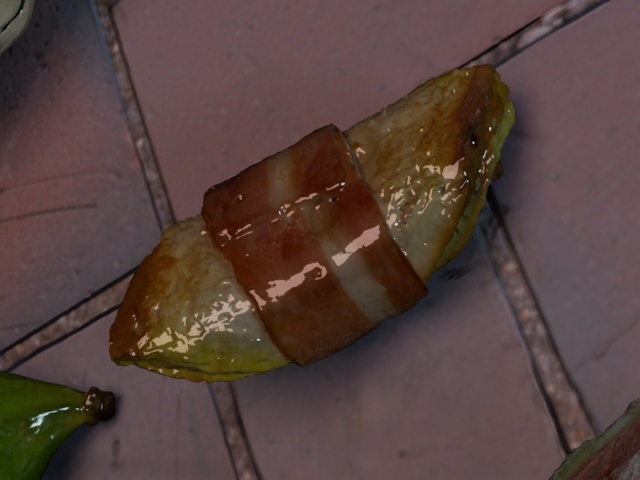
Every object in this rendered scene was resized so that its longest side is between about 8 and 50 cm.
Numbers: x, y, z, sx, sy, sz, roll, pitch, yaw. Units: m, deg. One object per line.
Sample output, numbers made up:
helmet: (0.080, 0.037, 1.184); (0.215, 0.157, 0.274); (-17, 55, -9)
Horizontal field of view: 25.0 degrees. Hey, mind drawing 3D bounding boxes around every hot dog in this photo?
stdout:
hot dog: (0.002, 0.005, 0.807); (0.261, 0.093, 0.123); (-27, 55, 7)

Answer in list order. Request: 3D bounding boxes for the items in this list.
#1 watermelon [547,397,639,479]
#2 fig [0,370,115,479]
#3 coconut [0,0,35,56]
watermelon: (0.133, 0.145, 0.667); (0.071, 0.139, 0.187); (41, 122, 5)
fig: (-0.246, 0.146, 0.908); (0.235, 0.203, 0.203); (-28, 55, -21)
coconut: (-0.350, -0.237, 0.964); (0.352, 0.352, 0.353); (-9, 73, 30)
